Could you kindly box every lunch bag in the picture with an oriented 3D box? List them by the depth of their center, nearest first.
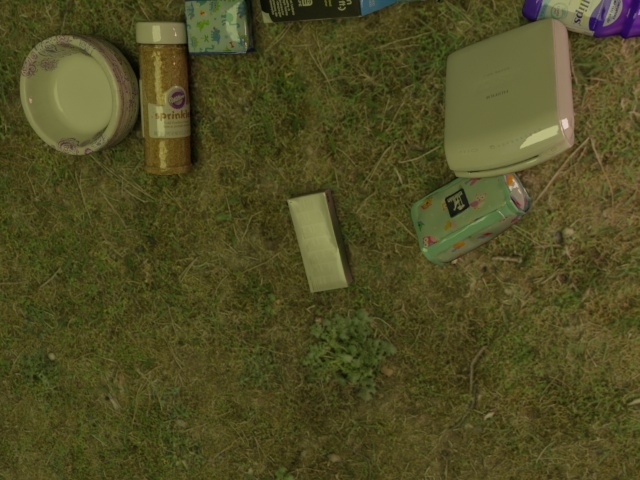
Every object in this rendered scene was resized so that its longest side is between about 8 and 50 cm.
[{"bbox_3d":[0.320,-0.063,1.583,0.223,0.262,0.160,-30,96,23],"label":"lunch bag"},{"bbox_3d":[-0.234,-0.491,1.708,0.151,0.096,0.128,-1,106,6],"label":"lunch bag"}]

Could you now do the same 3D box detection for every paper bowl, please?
[{"bbox_3d":[-0.569,-0.356,1.811,0.284,0.148,0.284,5,106,19],"label":"paper bowl"}]

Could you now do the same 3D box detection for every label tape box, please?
[{"bbox_3d":[0.028,-0.595,1.540,0.348,0.115,0.249,4,122,25],"label":"label tape box"}]

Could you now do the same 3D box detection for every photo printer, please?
[{"bbox_3d":[0.370,-0.270,1.479,0.256,0.307,0.107,-13,146,33],"label":"photo printer"}]

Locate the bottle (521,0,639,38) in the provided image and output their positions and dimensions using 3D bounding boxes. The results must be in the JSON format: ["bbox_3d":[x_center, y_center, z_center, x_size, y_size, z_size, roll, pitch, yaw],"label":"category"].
[{"bbox_3d":[0.553,-0.466,1.487,0.283,0.092,0.118,19,111,10],"label":"bottle"}]

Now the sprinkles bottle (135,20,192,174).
[{"bbox_3d":[-0.371,-0.339,1.779,0.121,0.121,0.355,6,108,15],"label":"sprinkles bottle"}]

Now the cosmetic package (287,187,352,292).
[{"bbox_3d":[0.000,0.000,1.802,0.099,0.060,0.239,-10,103,17],"label":"cosmetic package"}]
